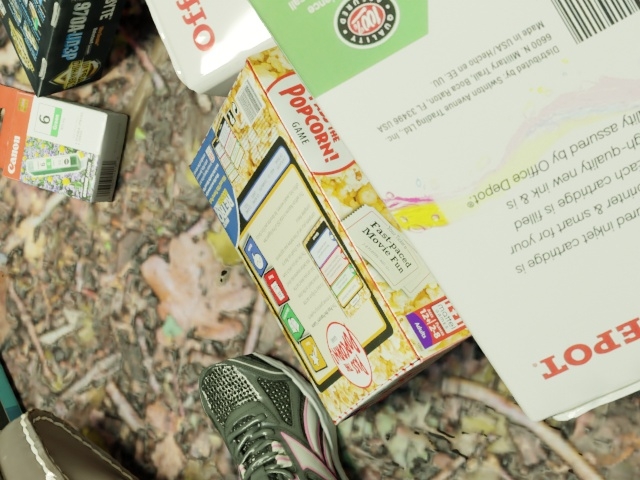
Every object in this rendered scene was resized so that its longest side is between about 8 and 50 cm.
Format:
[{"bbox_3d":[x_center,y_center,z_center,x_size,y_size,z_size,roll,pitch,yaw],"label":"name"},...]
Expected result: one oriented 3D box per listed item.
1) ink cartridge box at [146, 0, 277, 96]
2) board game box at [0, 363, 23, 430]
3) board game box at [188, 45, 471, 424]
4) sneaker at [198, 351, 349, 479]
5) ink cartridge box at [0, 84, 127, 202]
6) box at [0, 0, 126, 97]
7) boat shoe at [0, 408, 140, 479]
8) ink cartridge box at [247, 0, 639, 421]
[{"bbox_3d":[0.004,-0.211,0.754,0.237,0.100,0.172,-26,82,22],"label":"ink cartridge box"},{"bbox_3d":[-0.308,0.224,0.929,0.253,0.079,0.336,-29,81,23],"label":"board game box"},{"bbox_3d":[0.000,0.000,0.753,0.193,0.045,0.147,60,153,10],"label":"board game box"},{"bbox_3d":[-0.020,0.147,0.797,0.072,0.077,0.178,-44,75,19],"label":"sneaker"},{"bbox_3d":[-0.194,-0.070,0.889,0.115,0.029,0.063,16,100,22],"label":"ink cartridge box"},{"bbox_3d":[-0.194,-0.224,0.812,0.220,0.051,0.175,64,157,9],"label":"box"},{"bbox_3d":[-0.084,0.219,0.813,0.324,0.116,0.097,45,104,11],"label":"boat shoe"},{"bbox_3d":[0.128,-0.074,0.642,0.201,0.117,0.278,-28,108,23],"label":"ink cartridge box"}]
